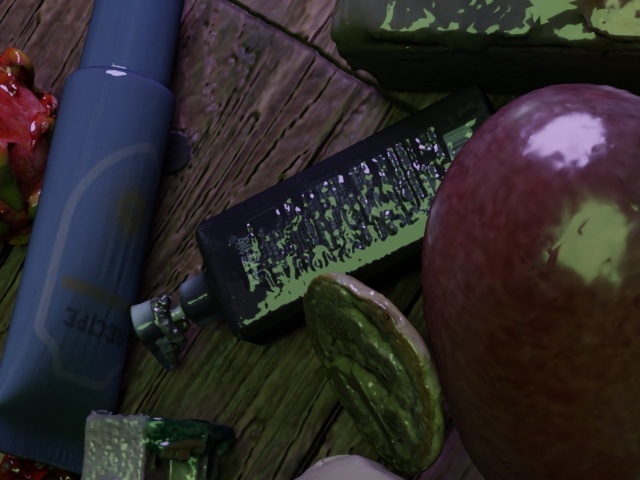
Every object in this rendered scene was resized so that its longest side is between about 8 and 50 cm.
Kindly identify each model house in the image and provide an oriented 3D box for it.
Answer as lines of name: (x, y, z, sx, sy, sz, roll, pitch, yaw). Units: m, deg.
model house: (-0.120, 0.176, 1.051, 0.087, 0.100, 0.100, 4, 80, 17)

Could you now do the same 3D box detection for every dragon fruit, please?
dragon fruit: (-0.273, -0.092, 1.145, 0.133, 0.208, 0.150, -13, 30, 2)

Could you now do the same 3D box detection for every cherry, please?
cherry: (0.183, 0.037, 0.910, 0.307, 0.261, 0.221, -67, 26, 12)

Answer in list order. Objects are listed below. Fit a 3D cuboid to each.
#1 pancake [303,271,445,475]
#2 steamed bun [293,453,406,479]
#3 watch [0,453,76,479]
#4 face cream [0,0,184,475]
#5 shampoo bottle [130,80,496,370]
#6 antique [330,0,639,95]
pancake: (0.038, 0.090, 1.000, 0.028, 0.158, 0.158, -28, 68, -23)
steamed bun: (0.012, 0.304, 0.927, 0.275, 0.206, 0.320, -32, 67, 11)
watch: (-0.299, 0.242, 1.109, 0.268, 0.102, 0.165, -12, 67, 24)
face cream: (-0.169, -0.021, 1.109, 0.086, 0.135, 0.385, 0, 72, 31)
shampoo bottle: (0.000, -0.001, 1.068, 0.309, 0.071, 0.098, -26, 72, 11)
antique: (0.161, -0.172, 1.026, 0.284, 0.125, 0.150, 12, 83, 20)
